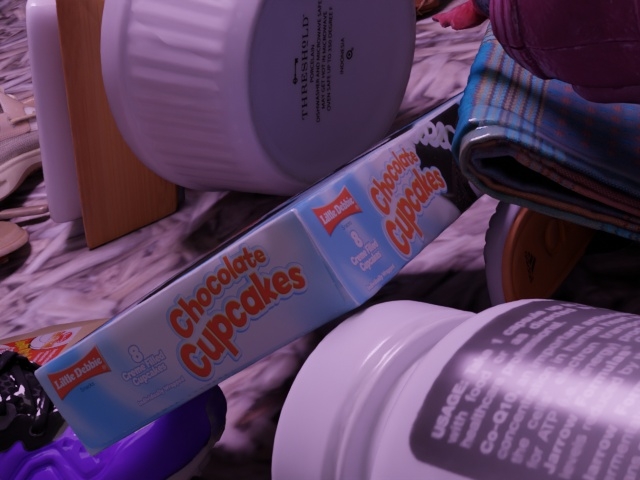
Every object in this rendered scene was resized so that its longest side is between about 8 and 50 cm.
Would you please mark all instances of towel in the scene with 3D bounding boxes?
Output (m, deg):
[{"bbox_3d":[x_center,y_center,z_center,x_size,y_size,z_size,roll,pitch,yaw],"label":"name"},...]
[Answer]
[{"bbox_3d":[0.234,-0.100,0.845,0.271,0.040,0.370,19,36,3],"label":"towel"}]

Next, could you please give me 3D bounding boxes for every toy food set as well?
[{"bbox_3d":[-0.321,0.018,1.212,0.132,0.038,0.192,-6,17,16],"label":"toy food set"}]

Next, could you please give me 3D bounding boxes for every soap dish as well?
[{"bbox_3d":[-0.179,-0.157,1.248,0.118,0.229,0.291,-2,26,0],"label":"soap dish"}]

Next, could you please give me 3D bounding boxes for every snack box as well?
[{"bbox_3d":[0.000,0.000,0.785,0.187,0.060,0.322,-32,3,30],"label":"snack box"}]

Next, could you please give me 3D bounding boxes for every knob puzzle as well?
[{"bbox_3d":[-0.200,0.091,0.945,0.213,0.030,0.213,-13,8,2],"label":"knob puzzle"}]

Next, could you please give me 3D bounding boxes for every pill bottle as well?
[{"bbox_3d":[0.123,0.109,0.529,0.161,0.161,0.283,-36,29,-32],"label":"pill bottle"}]

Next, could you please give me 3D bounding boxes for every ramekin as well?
[{"bbox_3d":[-0.034,-0.159,1.096,0.127,0.272,0.273,18,43,36],"label":"ramekin"}]

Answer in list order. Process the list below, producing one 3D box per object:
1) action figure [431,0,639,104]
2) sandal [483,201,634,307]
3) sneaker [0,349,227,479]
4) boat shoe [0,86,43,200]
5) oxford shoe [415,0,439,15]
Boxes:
[{"bbox_3d":[0.201,-0.109,0.656,0.370,0.248,0.275,1,49,39],"label":"action figure"},{"bbox_3d":[0.183,-0.029,0.854,0.076,0.102,0.265,5,36,30],"label":"sandal"},{"bbox_3d":[-0.206,0.108,0.795,0.293,0.146,0.102,-16,25,10],"label":"sneaker"},{"bbox_3d":[-0.330,-0.110,1.378,0.109,0.098,0.302,-14,18,17],"label":"boat shoe"},{"bbox_3d":[0.080,-0.258,1.437,0.076,0.076,0.212,39,66,17],"label":"oxford shoe"}]
